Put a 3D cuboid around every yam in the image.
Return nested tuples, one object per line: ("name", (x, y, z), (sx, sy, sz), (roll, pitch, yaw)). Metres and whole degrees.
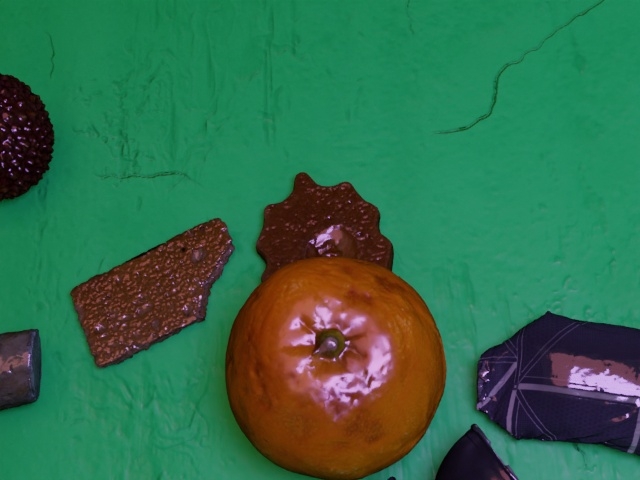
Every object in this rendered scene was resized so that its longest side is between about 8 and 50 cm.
("yam", (-0.450, 0.177, 1.195), (0.194, 0.107, 0.107), (-12, 65, 2))

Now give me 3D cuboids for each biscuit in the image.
("biscuit", (-0.215, 0.070, 1.251), (0.237, 0.026, 0.131), (-26, 66, -4))
("biscuit", (0.000, 0.001, 1.245), (0.182, 0.034, 0.215), (-16, 62, 1))

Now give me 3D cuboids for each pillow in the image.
("pillow", (0.352, 0.179, 1.079), (0.335, 0.092, 0.161), (11, 72, 14))

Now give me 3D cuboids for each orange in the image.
("orange", (0.016, 0.147, 1.069), (0.261, 0.261, 0.261), (-3, 66, 7))

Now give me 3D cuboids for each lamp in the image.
("lamp", (0.124, 0.327, 1.035), (0.227, 0.147, 0.172), (-36, 53, 0))

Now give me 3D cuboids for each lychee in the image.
("lychee", (-0.467, -0.144, 1.310), (0.188, 0.188, 0.188), (-3, 66, 7))
